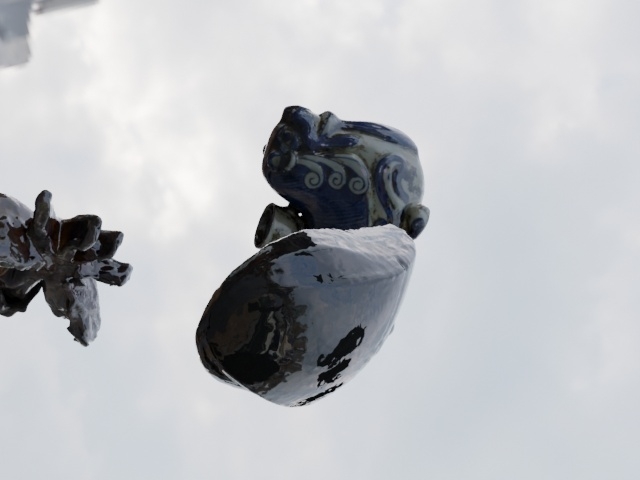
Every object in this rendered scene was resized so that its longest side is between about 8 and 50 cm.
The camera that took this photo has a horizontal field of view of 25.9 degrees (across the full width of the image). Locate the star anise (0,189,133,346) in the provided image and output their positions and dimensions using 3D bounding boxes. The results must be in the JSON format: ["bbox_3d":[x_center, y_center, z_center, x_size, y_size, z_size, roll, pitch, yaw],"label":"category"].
[{"bbox_3d":[-0.317,0.032,1.579,0.257,0.199,0.110,93,3,-56],"label":"star anise"}]

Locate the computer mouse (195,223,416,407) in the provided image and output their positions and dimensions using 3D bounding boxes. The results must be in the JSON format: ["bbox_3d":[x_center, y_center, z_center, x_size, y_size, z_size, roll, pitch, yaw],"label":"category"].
[{"bbox_3d":[0.007,0.061,1.053,0.086,0.270,0.137,40,-73,18],"label":"computer mouse"}]

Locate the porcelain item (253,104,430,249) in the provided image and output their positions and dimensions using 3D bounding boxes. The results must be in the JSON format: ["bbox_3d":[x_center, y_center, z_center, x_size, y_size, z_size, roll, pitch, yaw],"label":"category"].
[{"bbox_3d":[0.000,0.000,1.515,0.138,0.186,0.288,-103,-146,-66],"label":"porcelain item"}]
